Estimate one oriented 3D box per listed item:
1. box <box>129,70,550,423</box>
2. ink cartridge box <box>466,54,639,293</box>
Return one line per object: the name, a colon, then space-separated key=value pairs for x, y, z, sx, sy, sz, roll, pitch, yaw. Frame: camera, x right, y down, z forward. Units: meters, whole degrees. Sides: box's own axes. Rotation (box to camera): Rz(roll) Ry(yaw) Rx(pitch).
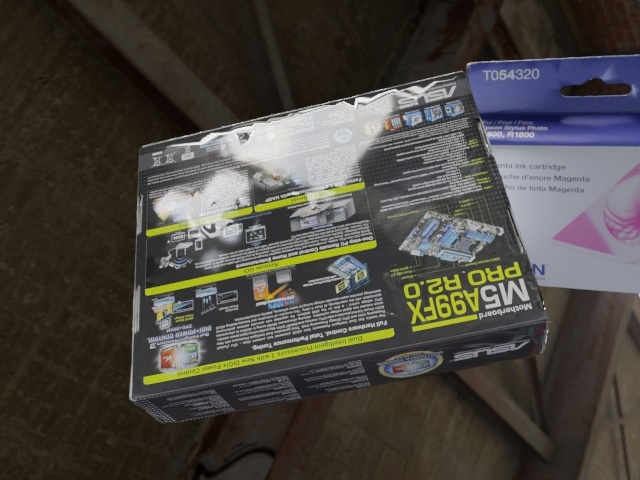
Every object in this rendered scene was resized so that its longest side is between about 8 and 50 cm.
box: x=0.000 y=0.000 z=0.480 sx=0.060 sy=0.270 sz=0.216 roll=68 pitch=-169 yaw=-58
ink cartridge box: x=0.356 y=-0.075 z=0.870 sx=0.071 sy=0.324 sz=0.330 roll=-60 pitch=-34 yaw=-46
